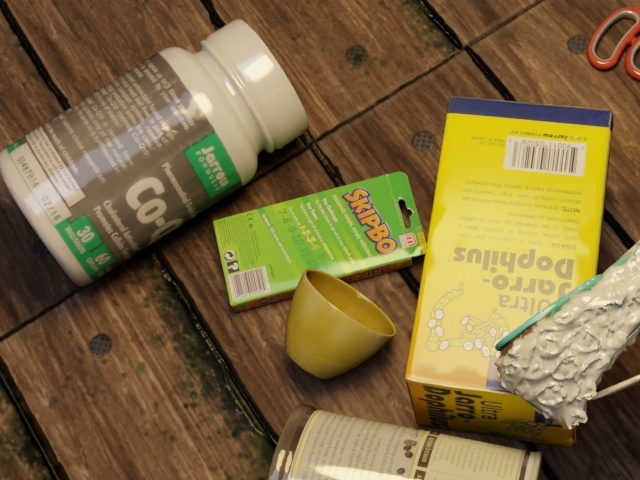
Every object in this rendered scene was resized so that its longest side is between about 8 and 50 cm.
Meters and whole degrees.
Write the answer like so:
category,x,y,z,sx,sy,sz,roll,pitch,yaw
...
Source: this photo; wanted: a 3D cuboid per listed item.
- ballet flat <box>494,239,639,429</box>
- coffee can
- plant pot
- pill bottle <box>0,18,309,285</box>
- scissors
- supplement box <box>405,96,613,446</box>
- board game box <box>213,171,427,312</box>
category,x,y,z,sx,sy,sz,roll,pitch,yaw
ballet flat,0.363,0.044,1.293,0.409,0.147,0.147,-40,66,6
coffee can,0.090,0.303,1.404,0.275,0.201,0.201,9,68,13
plant pot,0.010,0.111,1.554,0.134,0.134,0.095,40,104,22
pill bottle,-0.210,-0.118,1.636,0.361,0.204,0.204,-34,66,-6
scissors,0.472,-0.333,1.724,0.109,0.021,0.297,31,76,22
supplement box,0.225,0.037,1.504,0.195,0.194,0.356,6,68,11
board game box,0.000,0.000,1.644,0.260,0.039,0.124,-16,66,5
